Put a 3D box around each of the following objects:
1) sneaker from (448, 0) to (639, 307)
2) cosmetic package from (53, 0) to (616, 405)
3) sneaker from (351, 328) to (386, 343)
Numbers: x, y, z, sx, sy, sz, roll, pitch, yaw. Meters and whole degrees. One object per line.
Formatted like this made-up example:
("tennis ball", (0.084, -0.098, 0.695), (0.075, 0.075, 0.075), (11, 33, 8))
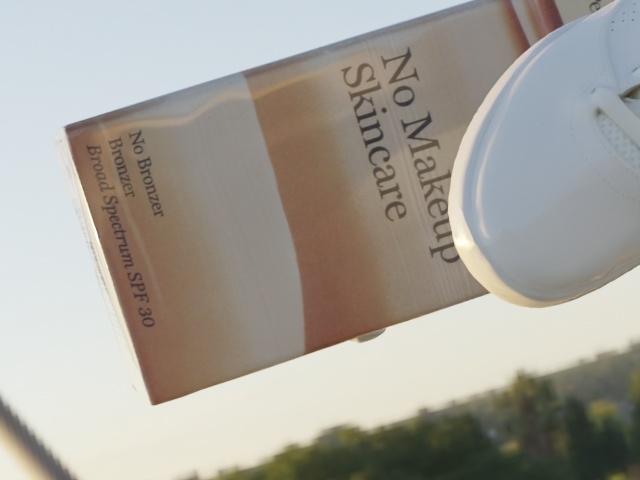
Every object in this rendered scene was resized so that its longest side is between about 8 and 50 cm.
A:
("sneaker", (0.131, -0.062, 0.610), (0.212, 0.080, 0.094), (-40, 2, -15))
("cosmetic package", (0.023, -0.031, 0.986), (0.296, 0.153, 0.129), (-19, 4, -10))
("sneaker", (0.000, 0.000, 1.506), (0.090, 0.232, 0.115), (-31, -52, 19))
